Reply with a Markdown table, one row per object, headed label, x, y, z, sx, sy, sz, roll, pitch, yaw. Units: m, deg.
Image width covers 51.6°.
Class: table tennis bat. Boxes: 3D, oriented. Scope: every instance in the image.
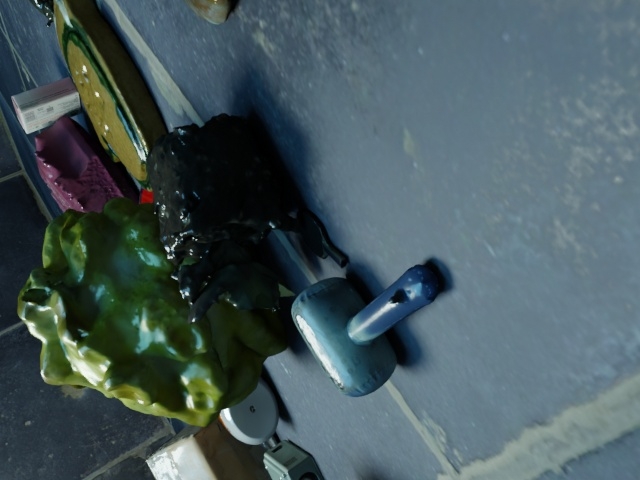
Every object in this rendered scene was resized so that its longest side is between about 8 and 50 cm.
| label | x | y | z | sx | sy | sz | roll | pitch | yaw |
| --- | --- | --- | --- | --- | --- | --- | --- | --- | --- |
| table tennis bat | 0.000 | 0.000 | 0.659 | 0.083 | 0.007 | 0.050 | 43 | 150 | 41 |

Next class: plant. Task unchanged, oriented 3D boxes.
| label | x | y | z | sx | sy | sz | roll | pitch | yaw |
| --- | --- | --- | --- | --- | --- | --- | --- | --- | --- |
| plant | -0.102 | -0.018 | 0.678 | 0.131 | 0.142 | 0.203 | -14 | 97 | 58 |

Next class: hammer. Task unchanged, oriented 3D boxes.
| label | x | y | z | sx | sy | sz | roll | pitch | yaw |
| --- | --- | --- | --- | --- | --- | --- | --- | --- | --- |
| hammer | 0.045 | 0.066 | 0.579 | 0.116 | 0.070 | 0.194 | 58 | 148 | 11 |

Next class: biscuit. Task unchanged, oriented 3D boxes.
| label | x | y | z | sx | sy | sz | roll | pitch | yaw |
| --- | --- | --- | --- | --- | --- | --- | --- | --- | --- |
| biscuit | -0.339 | -0.221 | 1.056 | 0.343 | 0.057 | 0.287 | 59 | 157 | 8 |

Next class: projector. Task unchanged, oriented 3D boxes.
| label | x | y | z | sx | sy | sz | roll | pitch | yaw |
| --- | --- | --- | --- | --- | --- | --- | --- | --- | --- |
| projector | -0.032 | 0.429 | 1.128 | 0.115 | 0.061 | 0.147 | -4 | 113 | 63 |

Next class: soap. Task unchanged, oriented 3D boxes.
| label | x | y | z | sx | sy | sz | roll | pitch | yaw |
| --- | --- | --- | --- | --- | --- | --- | --- | --- | --- |
| soap | -0.488 | -0.106 | 1.388 | 0.325 | 0.127 | 0.220 | 41 | 151 | 34 |

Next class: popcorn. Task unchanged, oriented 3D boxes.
| label | x | y | z | sx | sy | sz | roll | pitch | yaw |
| --- | --- | --- | --- | --- | --- | --- | --- | --- | --- |
| popcorn | -0.200 | 0.093 | 0.847 | 0.312 | 0.312 | 0.312 | 46 | 152 | 33 |

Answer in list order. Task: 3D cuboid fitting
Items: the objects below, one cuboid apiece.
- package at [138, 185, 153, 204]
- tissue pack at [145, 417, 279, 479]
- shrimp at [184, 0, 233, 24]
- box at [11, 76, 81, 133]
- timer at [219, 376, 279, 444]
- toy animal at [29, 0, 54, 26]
| label | x | y | z | sx | sy | sz | roll | pitch | yaw |
| --- | --- | --- | --- | --- | --- | --- | --- | --- | --- |
| package | -0.268 | 0.046 | 1.193 | 0.194 | 0.071 | 0.269 | 32 | 142 | 25 |
| tissue pack | -0.142 | 0.471 | 1.270 | 0.305 | 0.239 | 0.238 | 61 | 157 | 3 |
| shrimp | -0.150 | -0.306 | 0.579 | 0.143 | 0.052 | 0.251 | 4 | 120 | 66 |
| box | -0.565 | -0.280 | 1.371 | 0.043 | 0.125 | 0.089 | 58 | 156 | 10 |
| timer | -0.132 | 0.278 | 1.117 | 0.136 | 0.099 | 0.136 | 35 | 133 | 50 |
| toy animal | -0.478 | -0.416 | 1.147 | 0.136 | 0.047 | 0.065 | 42 | 155 | 35 |
